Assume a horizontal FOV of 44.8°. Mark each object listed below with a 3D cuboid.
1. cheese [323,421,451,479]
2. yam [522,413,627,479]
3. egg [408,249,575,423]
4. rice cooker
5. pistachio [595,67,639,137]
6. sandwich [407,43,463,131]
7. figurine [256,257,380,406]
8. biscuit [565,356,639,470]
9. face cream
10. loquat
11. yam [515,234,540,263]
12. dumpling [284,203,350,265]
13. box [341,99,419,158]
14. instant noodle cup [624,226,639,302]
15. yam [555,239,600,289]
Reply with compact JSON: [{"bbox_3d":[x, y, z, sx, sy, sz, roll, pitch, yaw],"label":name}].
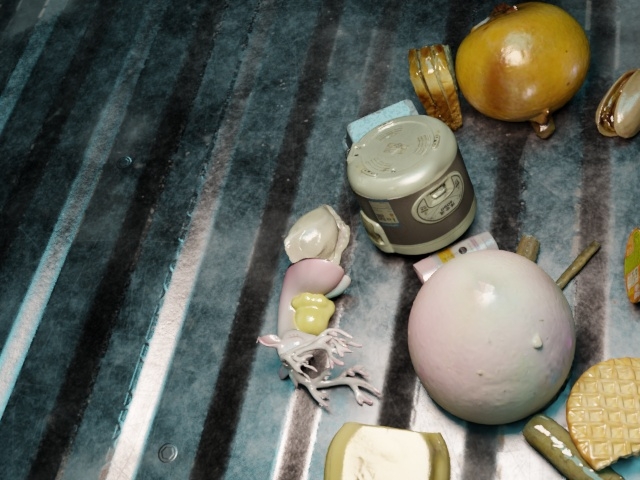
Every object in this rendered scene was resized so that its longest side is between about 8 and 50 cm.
[{"bbox_3d":[0.127,0.528,1.580,0.260,0.128,0.315,4,63,14],"label":"cheese"},{"bbox_3d":[0.563,0.482,1.530,0.083,0.083,0.371,-43,58,-13],"label":"yam"},{"bbox_3d":[0.345,0.175,1.606,0.355,0.340,0.354,-8,59,13],"label":"egg"},{"bbox_3d":[0.220,-0.125,1.859,0.289,0.277,0.288,-15,42,14],"label":"rice cooker"},{"bbox_3d":[0.783,-0.345,1.953,0.206,0.131,0.129,-53,19,-7],"label":"pistachio"},{"bbox_3d":[0.303,-0.458,2.054,0.100,0.254,0.288,-14,54,18],"label":"sandwich"},{"bbox_3d":[-0.004,0.207,1.768,0.284,0.206,0.315,1,64,26],"label":"figurine"},{"bbox_3d":[0.630,0.330,1.588,0.309,0.040,0.204,-20,49,-15],"label":"biscuit"},{"bbox_3d":[0.325,0.047,1.859,0.198,0.057,0.084,-26,57,-3],"label":"face cream"},{"bbox_3d":[0.519,-0.428,1.965,0.329,0.328,0.359,-26,102,-2],"label":"loquat"},{"bbox_3d":[0.477,0.051,1.824,0.054,0.054,0.132,15,64,21],"label":"yam"},{"bbox_3d":[0.000,0.000,1.938,0.151,0.124,0.229,47,50,-7],"label":"dumpling"},{"bbox_3d":[0.177,-0.260,2.035,0.227,0.130,0.162,-24,72,0],"label":"box"},{"bbox_3d":[0.779,0.058,1.695,0.185,0.168,0.168,2,60,5],"label":"instant noodle cup"},{"bbox_3d":[0.570,0.086,1.796,0.029,0.027,0.234,46,77,-1],"label":"yam"}]
